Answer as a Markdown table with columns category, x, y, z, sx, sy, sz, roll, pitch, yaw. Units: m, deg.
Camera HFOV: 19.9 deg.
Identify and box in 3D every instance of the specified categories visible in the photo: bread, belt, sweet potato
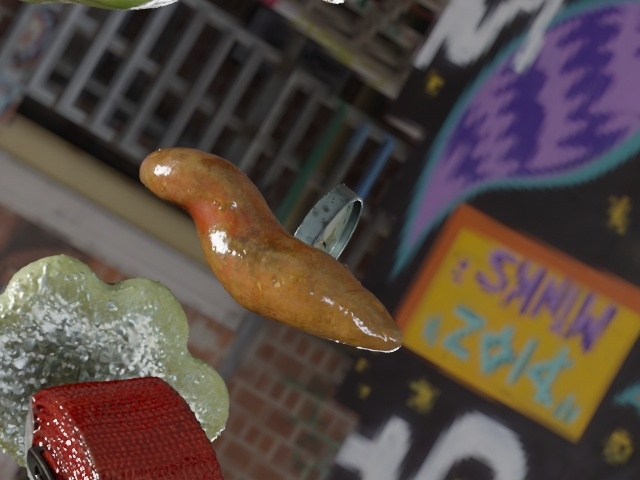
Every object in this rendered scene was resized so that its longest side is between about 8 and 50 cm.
| category | x | y | z | sx | sy | sz | roll | pitch | yaw |
| --- | --- | --- | --- | --- | --- | --- | --- | --- | --- |
| bread | -0.200 | 0.122 | 1.611 | 0.286 | 0.207 | 0.056 | 35 | -179 | -13 |
| belt | -0.160 | 0.185 | 1.412 | 0.124 | 0.128 | 0.201 | -6 | -151 | -26 |
| sweet potato | -0.035 | 0.009 | 1.085 | 0.202 | 0.058 | 0.055 | 40 | 150 | 17 |

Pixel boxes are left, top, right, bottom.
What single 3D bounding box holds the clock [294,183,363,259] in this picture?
| category | x | y | z | sx | sy | sz | roll | pitch | yaw |
| --- | --- | --- | --- | --- | --- | --- | --- | --- | --- |
| clock | 0.000 | 0.000 | 1.265 | 0.017 | 0.085 | 0.085 | 33 | 179 | 14 |

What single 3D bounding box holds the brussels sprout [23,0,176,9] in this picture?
| category | x | y | z | sx | sy | sz | roll | pitch | yaw |
| --- | --- | --- | --- | --- | --- | --- | --- | --- | --- |
| brussels sprout | -0.241 | -0.331 | 1.674 | 0.317 | 0.242 | 0.274 | 22 | -166 | -38 |

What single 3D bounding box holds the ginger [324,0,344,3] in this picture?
| category | x | y | z | sx | sy | sz | roll | pitch | yaw |
| --- | --- | --- | --- | --- | --- | --- | --- | --- | --- |
| ginger | 0.001 | -0.256 | 1.176 | 0.065 | 0.118 | 0.299 | 45 | 177 | 28 |
